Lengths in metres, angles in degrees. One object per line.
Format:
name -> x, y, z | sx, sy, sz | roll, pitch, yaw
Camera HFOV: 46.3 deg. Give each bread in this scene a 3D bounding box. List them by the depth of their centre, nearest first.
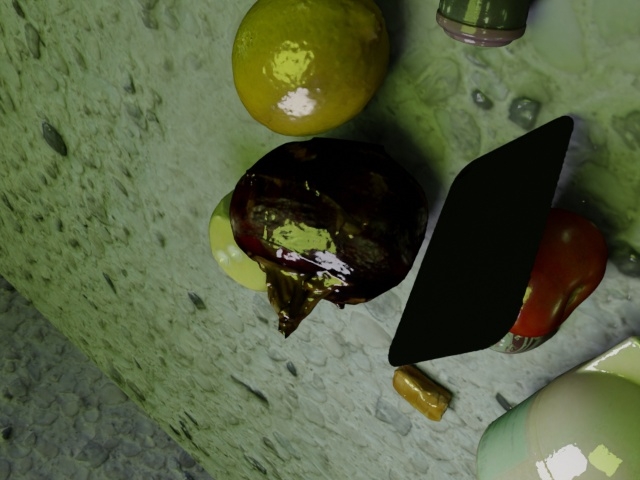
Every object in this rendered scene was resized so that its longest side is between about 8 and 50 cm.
bread -> 0.207, 0.313, 1.540 | 0.132, 0.053, 0.074 | 38, 142, 22

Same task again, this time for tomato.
tomato -> 0.314, 0.042, 1.067 | 0.136, 0.195, 0.195 | 42, 144, 29

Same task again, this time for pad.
pad -> 0.252, 0.005, 0.990 | 0.063, 0.376, 0.315 | 35, 150, -18

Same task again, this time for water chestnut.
water chestnut -> 0.000, 0.000, 1.251 | 0.335, 0.347, 0.335 | 17, 171, 3

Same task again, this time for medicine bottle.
medicine bottle -> 0.428, 0.306, 1.129 | 0.236, 0.235, 0.406 | 45, 144, 10

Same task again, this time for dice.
dice -> -0.112, -0.010, 1.516 | 0.169, 0.169, 0.166 | 29, 139, 29

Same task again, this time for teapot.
teapot -> 0.213, -0.334, 0.952 | 0.116, 0.148, 0.146 | 7, 122, 0

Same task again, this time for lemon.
lemon -> -0.018, -0.276, 1.135 | 0.236, 0.236, 0.263 | 46, 122, 9

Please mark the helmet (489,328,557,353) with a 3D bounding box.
helmet -> 0.301, 0.114, 1.220 | 0.153, 0.107, 0.177 | 22, 135, 40
